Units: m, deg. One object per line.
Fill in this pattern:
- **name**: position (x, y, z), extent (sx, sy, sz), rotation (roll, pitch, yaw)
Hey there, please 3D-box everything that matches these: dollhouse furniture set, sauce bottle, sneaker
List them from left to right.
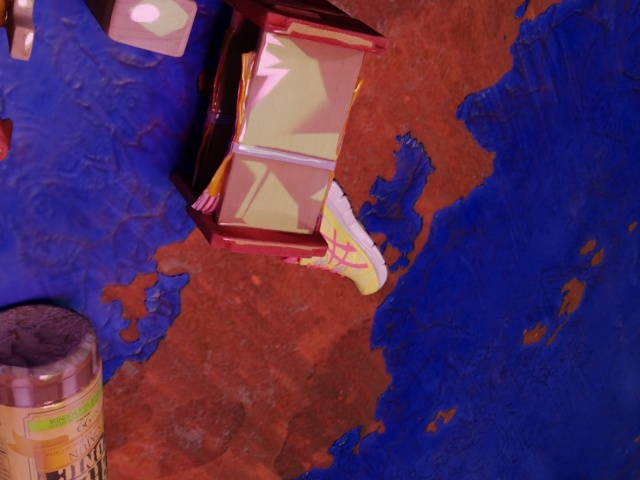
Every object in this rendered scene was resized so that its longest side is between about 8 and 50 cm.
- **sauce bottle**: position (-0.257, 0.225, 0.822), extent (0.111, 0.111, 0.344), rotation (-19, 129, -33)
- **dollhouse furniture set**: position (-0.153, -0.121, 0.688), extent (0.374, 0.152, 0.201), rotation (7, 113, -26)
- **sneaker**: position (0.000, 0.000, 0.940), extent (0.094, 0.081, 0.208), rotation (-40, 131, -5)
